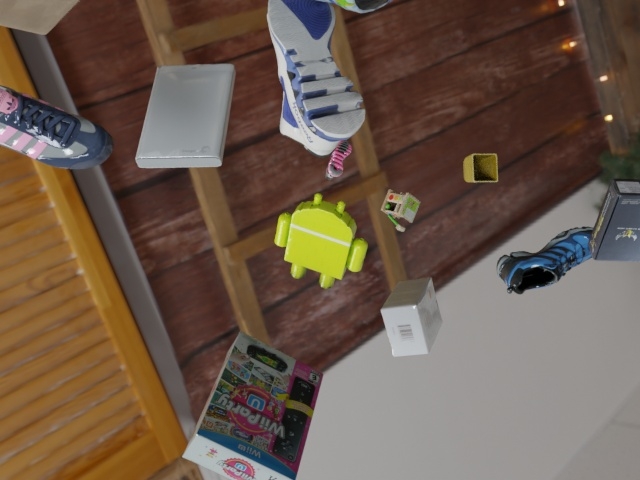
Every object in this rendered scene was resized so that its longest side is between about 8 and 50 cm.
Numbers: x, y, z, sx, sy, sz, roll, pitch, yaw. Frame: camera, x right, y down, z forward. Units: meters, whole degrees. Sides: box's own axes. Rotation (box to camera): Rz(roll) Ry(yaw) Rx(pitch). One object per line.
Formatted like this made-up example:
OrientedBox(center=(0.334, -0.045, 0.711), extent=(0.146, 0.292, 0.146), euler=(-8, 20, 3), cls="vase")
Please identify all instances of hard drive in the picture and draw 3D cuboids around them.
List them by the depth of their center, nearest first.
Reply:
OrientedBox(center=(-0.326, -0.311, 1.794), extent=(0.202, 0.040, 0.308), euler=(0, -124, 6), cls="hard drive")

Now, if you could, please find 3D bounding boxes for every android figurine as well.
OrientedBox(center=(0.000, 0.000, 1.911), extent=(0.248, 0.273, 0.056), euler=(18, -143, 9), cls="android figurine")

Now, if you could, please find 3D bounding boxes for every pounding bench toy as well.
OrientedBox(center=(0.171, -0.064, 1.630), extent=(0.065, 0.052, 0.083), euler=(15, -101, 46), cls="pounding bench toy")

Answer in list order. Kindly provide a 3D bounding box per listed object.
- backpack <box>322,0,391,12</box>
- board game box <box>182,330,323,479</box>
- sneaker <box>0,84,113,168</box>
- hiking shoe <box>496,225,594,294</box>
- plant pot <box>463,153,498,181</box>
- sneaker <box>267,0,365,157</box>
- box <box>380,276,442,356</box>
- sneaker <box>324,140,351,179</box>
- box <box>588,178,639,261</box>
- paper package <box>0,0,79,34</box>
OrientedBox(center=(0.075, -0.524, 1.210), extent=(0.273, 0.290, 0.356), euler=(16, -132, 10), cls="backpack")
OrientedBox(center=(-0.133, 0.369, 1.561), extent=(0.097, 0.224, 0.303), euler=(-57, -171, 37), cls="board game box")
OrientedBox(center=(-0.556, -0.224, 1.382), extent=(0.318, 0.112, 0.131), euler=(15, 162, 6), cls="sneaker")
OrientedBox(center=(0.635, 0.067, 1.963), extent=(0.304, 0.113, 0.132), euler=(-23, -150, 7), cls="hiking shoe")
OrientedBox(center=(0.452, -0.205, 2.100), extent=(0.081, 0.081, 0.083), euler=(-2, 179, -20), cls="plant pot")
OrientedBox(center=(-0.031, -0.276, 1.291), extent=(0.127, 0.316, 0.182), euler=(-9, 159, -20), cls="sneaker")
OrientedBox(center=(0.225, 0.184, 1.774), extent=(0.091, 0.130, 0.170), euler=(-10, -164, 24), cls="box")
OrientedBox(center=(0.039, -0.201, 1.828), extent=(0.057, 0.047, 0.119), euler=(-46, -162, 59), cls="sneaker")
OrientedBox(center=(0.690, -0.037, 1.492), extent=(0.232, 0.183, 0.059), euler=(3, -136, 1), cls="box")
OrientedBox(center=(-0.474, -0.479, 1.080), extent=(0.309, 0.168, 0.325), euler=(-32, 171, 24), cls="paper package")
